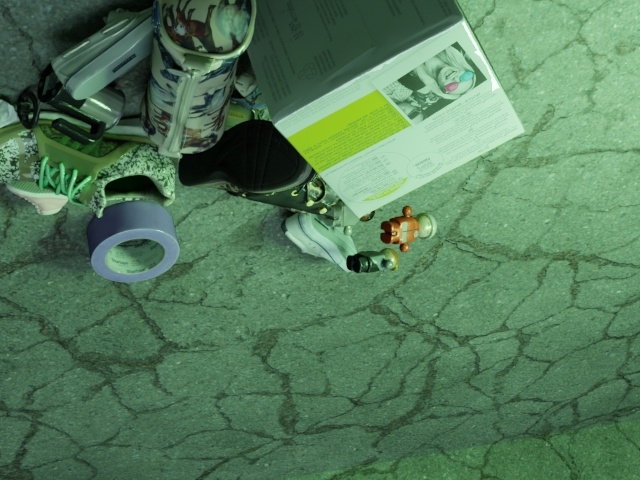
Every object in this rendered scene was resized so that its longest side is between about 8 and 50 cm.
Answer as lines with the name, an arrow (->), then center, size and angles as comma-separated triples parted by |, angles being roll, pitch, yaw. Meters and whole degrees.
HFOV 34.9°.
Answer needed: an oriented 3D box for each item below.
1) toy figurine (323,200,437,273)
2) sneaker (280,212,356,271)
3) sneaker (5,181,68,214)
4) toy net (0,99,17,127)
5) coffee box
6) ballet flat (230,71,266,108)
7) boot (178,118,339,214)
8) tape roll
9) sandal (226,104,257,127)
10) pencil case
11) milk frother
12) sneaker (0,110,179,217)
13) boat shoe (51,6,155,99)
toy figurine -> 0.131, -0.045, 2.245 | 0.148, 0.213, 0.209 | -10, 151, -40
sneaker -> 0.000, 0.000, 2.367 | 0.091, 0.094, 0.258 | -13, 145, 27
sneaker -> -0.567, -0.085, 2.019 | 0.134, 0.051, 0.070 | 9, 132, -39
toy net -> -0.656, -0.200, 1.797 | 0.232, 0.045, 0.122 | -2, 122, -13
coffee box -> 0.097, -0.307, 1.753 | 0.338, 0.337, 0.334 | -28, 143, 14
ballet flat -> -0.139, -0.278, 1.856 | 0.070, 0.070, 0.188 | 8, -179, -32
boot -> -0.068, -0.132, 1.994 | 0.284, 0.138, 0.377 | 13, 170, -42
tape roll -> -0.403, 0.004, 2.189 | 0.189, 0.080, 0.189 | -12, 145, -9
sandal -> -0.217, -0.241, 1.949 | 0.219, 0.060, 0.090 | 10, 137, -33
pencil case -> -0.215, -0.280, 1.698 | 0.160, 0.183, 0.410 | 25, 158, -4
milk frother -> -0.453, -0.242, 1.833 | 0.143, 0.129, 0.135 | 11, 169, 44
sneaker -> -0.449, -0.129, 1.895 | 0.411, 0.182, 0.158 | -4, 142, -16
boat shoe -> -0.333, -0.348, 1.727 | 0.267, 0.088, 0.096 | -38, 173, -2
